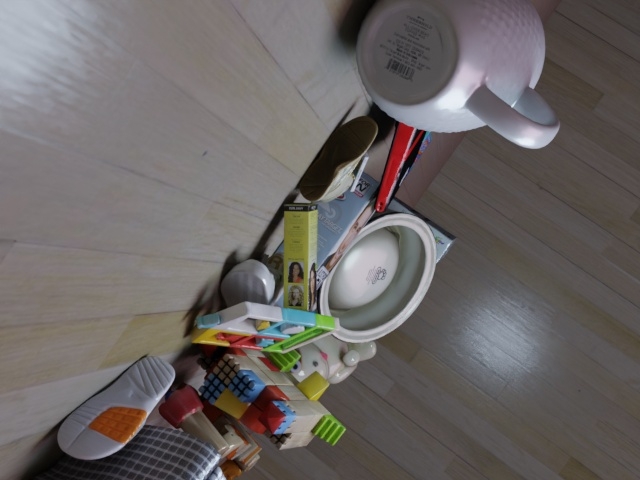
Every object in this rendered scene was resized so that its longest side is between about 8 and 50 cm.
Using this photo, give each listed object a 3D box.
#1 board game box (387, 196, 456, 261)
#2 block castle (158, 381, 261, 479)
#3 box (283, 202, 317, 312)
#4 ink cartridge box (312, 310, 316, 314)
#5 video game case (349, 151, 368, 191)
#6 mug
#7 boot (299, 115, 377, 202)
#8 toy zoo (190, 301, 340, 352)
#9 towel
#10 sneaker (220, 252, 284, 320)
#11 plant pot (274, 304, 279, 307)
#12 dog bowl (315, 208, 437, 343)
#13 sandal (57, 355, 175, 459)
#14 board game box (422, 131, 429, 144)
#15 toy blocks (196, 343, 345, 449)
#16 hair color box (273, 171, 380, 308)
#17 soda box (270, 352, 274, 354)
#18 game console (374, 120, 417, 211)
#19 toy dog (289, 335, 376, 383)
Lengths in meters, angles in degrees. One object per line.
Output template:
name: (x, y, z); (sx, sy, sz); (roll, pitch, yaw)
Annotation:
board game box: (0.286, -0.053, 2.413); (0.097, 0.303, 0.224); (-56, 169, 9)
block castle: (-0.329, 0.485, 1.677); (0.303, 0.213, 0.453); (-41, 161, -9)
box: (-0.042, 0.038, 1.570); (0.087, 0.058, 0.232); (-30, 120, -76)
ink cartridge box: (0.085, 0.133, 2.414); (0.270, 0.198, 0.197); (-60, 168, 25)
video game case: (0.075, -0.181, 1.678); (0.011, 0.087, 0.122); (-5, 148, -19)
mug: (0.243, -0.288, 1.249); (0.276, 0.374, 0.328); (-54, 165, 28)
boot: (0.050, -0.169, 1.595); (0.213, 0.077, 0.165); (-50, 170, 8)
toy zoo: (-0.130, 0.181, 1.525); (0.293, 0.030, 0.192); (14, 149, -40)
towel: (-0.338, 0.418, 1.254); (0.235, 0.283, 0.121); (-50, 139, -48)
sneaker: (-0.127, 0.075, 1.576); (0.292, 0.108, 0.169); (105, 11, -61)
plant pot: (-0.152, 0.215, 1.887); (0.109, 0.109, 0.096); (-50, -178, -21)
dog bowl: (0.127, 0.081, 2.098); (0.408, 0.150, 0.408); (-18, 124, -28)
sandal: (-0.342, 0.302, 1.281); (0.265, 0.102, 0.076); (-43, 162, -56)
board game box: (0.284, -0.269, 2.422); (0.210, 0.047, 0.160); (-56, 170, 4)
toy blocks: (-0.151, 0.322, 1.629); (0.191, 0.381, 0.261); (-52, 155, 5)
hair color box: (0.000, 0.000, 1.821); (0.374, 0.113, 0.185); (-54, 170, -3)
soda box: (-0.212, 0.438, 2.447); (0.181, 0.061, 0.058); (-49, 169, -28)
game console: (0.225, -0.283, 1.800); (0.386, 0.060, 0.342); (-54, 165, -59)
toy dog: (-0.035, 0.422, 2.777); (0.395, 0.285, 0.408); (-18, -172, 25)
